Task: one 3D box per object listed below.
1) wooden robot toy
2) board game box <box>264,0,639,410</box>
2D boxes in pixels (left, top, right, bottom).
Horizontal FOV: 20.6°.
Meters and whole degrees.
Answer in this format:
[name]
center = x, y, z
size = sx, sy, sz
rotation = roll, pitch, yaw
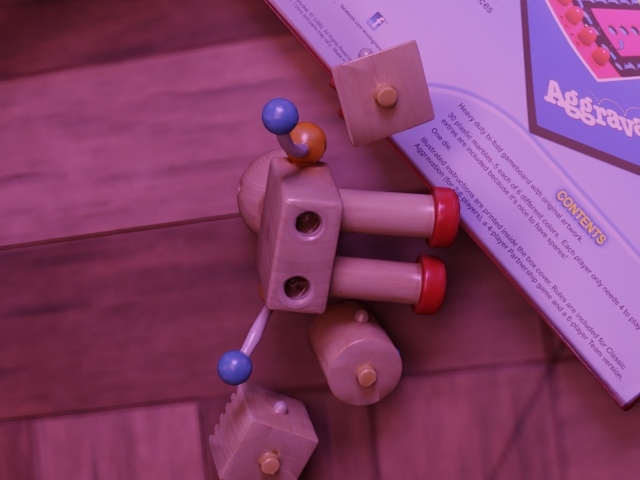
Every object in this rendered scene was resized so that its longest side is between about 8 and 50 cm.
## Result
[wooden robot toy]
center = 0.000, 0.000, 0.625
size = 0.076, 0.079, 0.173
rotation = 5, 113, -17
[board game box]
center = 0.069, -0.093, 0.625
size = 0.145, 0.027, 0.281
rotation = -42, 77, 9
